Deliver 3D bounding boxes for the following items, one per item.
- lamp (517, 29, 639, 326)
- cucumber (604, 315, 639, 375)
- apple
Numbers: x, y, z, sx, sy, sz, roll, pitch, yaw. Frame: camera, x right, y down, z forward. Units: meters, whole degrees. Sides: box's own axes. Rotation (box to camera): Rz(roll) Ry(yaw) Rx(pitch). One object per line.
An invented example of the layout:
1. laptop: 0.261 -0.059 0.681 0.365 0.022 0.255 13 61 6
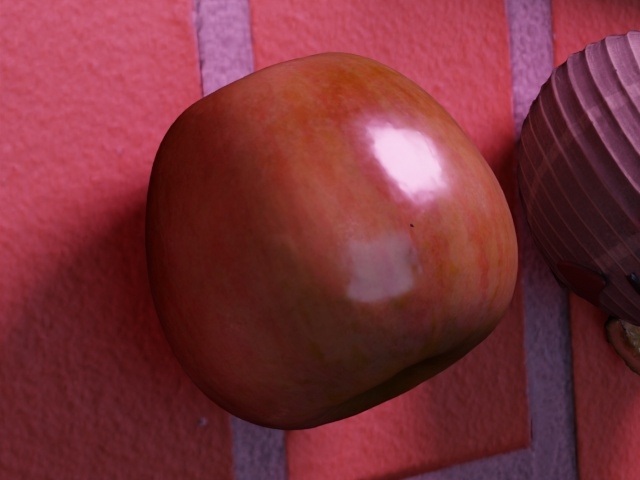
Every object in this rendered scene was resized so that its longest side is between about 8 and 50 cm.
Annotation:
1. lamp: 0.271 -0.039 1.414 0.265 0.233 0.233 26 81 -41
2. cucumber: 0.289 0.061 1.541 0.107 0.035 0.067 -39 103 -29
3. apple: 0.000 0.000 1.240 0.257 0.257 0.234 -24 77 -28
